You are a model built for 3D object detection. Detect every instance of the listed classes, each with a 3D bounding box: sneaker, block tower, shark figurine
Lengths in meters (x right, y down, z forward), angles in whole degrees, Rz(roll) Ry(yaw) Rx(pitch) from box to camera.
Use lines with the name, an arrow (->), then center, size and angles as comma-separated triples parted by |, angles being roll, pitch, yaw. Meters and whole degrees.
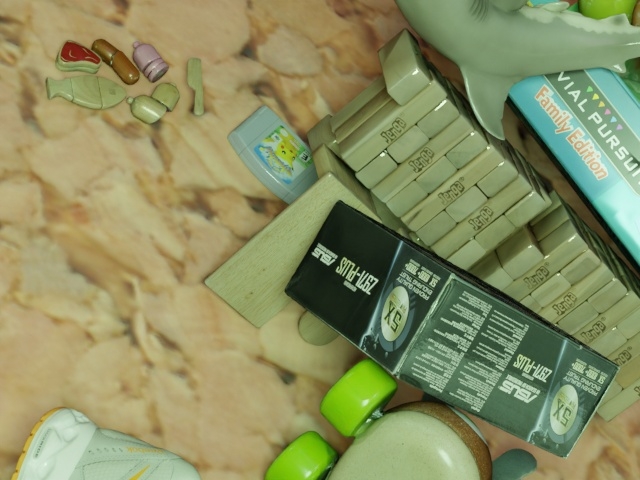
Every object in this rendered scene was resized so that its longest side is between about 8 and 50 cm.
sneaker -> -0.138, 0.211, 0.933 | 0.121, 0.099, 0.262 | 13, 49, 6
block tower -> 0.144, -0.007, 1.261 | 0.335, 0.097, 0.091 | 45, 14, -22
shark figurine -> 0.162, -0.129, 1.187 | 0.278, 0.166, 0.116 | 8, 78, -16

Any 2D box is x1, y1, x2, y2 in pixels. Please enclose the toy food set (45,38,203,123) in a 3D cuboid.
toy food set -> -0.150, -0.123, 1.246 | 0.122, 0.019, 0.078 | 10, 54, -22

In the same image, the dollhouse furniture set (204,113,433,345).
dollhouse furniture set -> 0.000, 0.000, 1.253 | 0.144, 0.123, 0.151 | 42, 15, -25

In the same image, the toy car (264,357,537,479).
toy car -> 0.084, 0.156, 1.145 | 0.155, 0.149, 0.188 | 44, 32, 13

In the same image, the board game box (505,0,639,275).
board game box -> 0.224, -0.091, 1.356 | 0.336, 0.079, 0.254 | 54, 7, 7

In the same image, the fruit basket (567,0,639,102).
fruit basket -> 0.295, -0.242, 1.414 | 0.353, 0.165, 0.327 | 66, -7, -34

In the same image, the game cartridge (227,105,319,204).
game cartridge -> -0.032, -0.064, 1.292 | 0.083, 0.017, 0.056 | 45, 48, -1

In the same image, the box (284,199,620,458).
box -> 0.090, 0.061, 1.123 | 0.180, 0.077, 0.147 | 28, 4, -37
